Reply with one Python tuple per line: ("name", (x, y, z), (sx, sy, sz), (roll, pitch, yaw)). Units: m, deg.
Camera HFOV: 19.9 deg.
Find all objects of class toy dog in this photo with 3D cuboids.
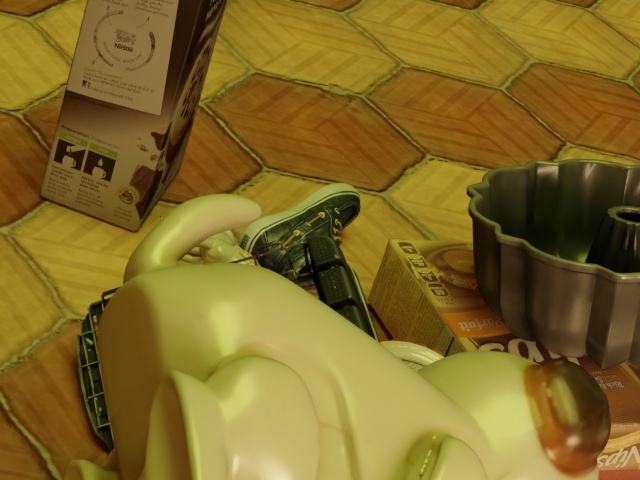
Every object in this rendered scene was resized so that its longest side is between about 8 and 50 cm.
("toy dog", (0.023, 0.179, 1.416), (0.408, 0.284, 0.395), (11, 50, -25))

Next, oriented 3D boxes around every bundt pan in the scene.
("bundt pan", (0.298, 0.031, 1.788), (0.331, 0.124, 0.331), (6, 21, -2))

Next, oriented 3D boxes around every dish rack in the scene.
("dish rack", (-0.082, 0.106, 1.657), (0.271, 0.074, 0.208), (-16, 46, -2))

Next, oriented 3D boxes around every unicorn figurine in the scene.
("unicorn figurine", (-0.112, 0.015, 1.867), (0.111, 0.060, 0.162), (12, 30, -11))

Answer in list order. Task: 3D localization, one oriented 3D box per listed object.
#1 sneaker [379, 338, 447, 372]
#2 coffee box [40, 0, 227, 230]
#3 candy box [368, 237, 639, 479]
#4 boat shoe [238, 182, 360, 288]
("sneaker", (0.036, 0.145, 1.722), (0.225, 0.088, 0.093), (11, 34, 4))
("coffee box", (-0.187, -0.185, 1.922), (0.119, 0.297, 0.168), (20, 30, 3))
("candy box", (0.195, 0.120, 1.835), (0.183, 0.087, 0.316), (2, 32, -27))
("boat shoe", (0.000, 0.000, 1.962), (0.083, 0.065, 0.183), (36, 40, 25))
